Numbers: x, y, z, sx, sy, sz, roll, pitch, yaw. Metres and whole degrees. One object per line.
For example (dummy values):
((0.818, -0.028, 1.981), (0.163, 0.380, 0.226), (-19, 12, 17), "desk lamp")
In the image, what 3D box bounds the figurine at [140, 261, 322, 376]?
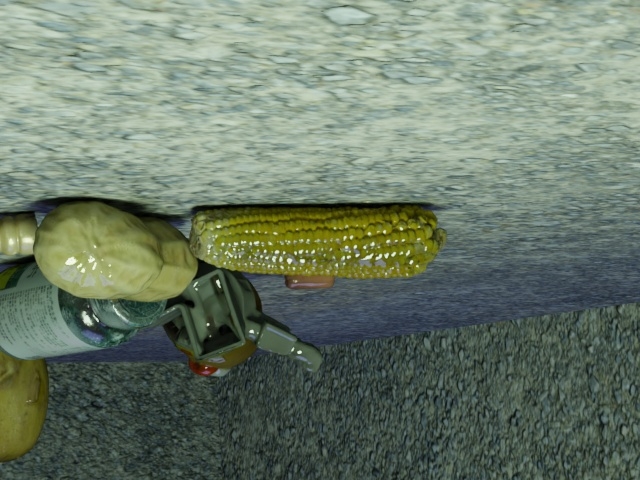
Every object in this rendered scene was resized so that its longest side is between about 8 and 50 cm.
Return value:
((-0.168, 0.116, 2.222), (0.167, 0.342, 0.285), (-48, 166, 1), "figurine")

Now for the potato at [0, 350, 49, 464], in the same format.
((-0.660, 0.255, 2.597), (0.290, 0.295, 0.397), (-12, 170, 40), "potato")

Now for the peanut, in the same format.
((-0.226, 0.015, 1.707), (0.125, 0.111, 0.274), (7, 179, 22), "peanut")

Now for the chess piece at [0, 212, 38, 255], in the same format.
((-0.386, -0.003, 1.687), (0.122, 0.066, 0.066), (-7, 173, -14), "chess piece")

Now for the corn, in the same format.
((0.000, 0.000, 1.779), (0.320, 0.097, 0.097), (1, 171, -19), "corn")

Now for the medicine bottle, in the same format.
((-0.336, 0.085, 2.034), (0.141, 0.141, 0.293), (4, 170, -43), "medicine bottle")

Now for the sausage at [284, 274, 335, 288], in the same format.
((-0.018, 0.062, 2.399), (0.083, 0.034, 0.034), (-1, 172, -11), "sausage")
